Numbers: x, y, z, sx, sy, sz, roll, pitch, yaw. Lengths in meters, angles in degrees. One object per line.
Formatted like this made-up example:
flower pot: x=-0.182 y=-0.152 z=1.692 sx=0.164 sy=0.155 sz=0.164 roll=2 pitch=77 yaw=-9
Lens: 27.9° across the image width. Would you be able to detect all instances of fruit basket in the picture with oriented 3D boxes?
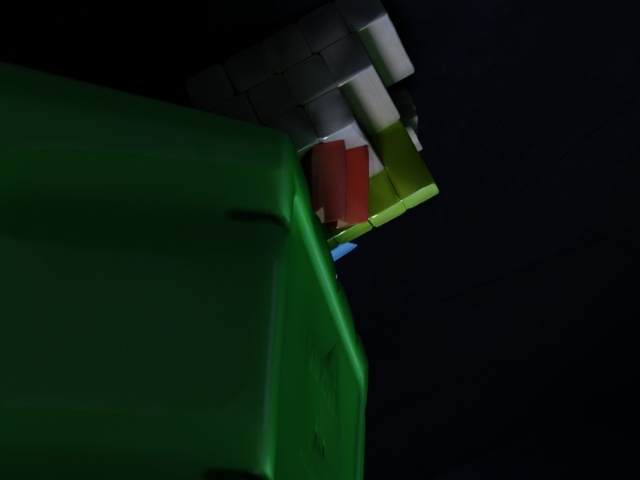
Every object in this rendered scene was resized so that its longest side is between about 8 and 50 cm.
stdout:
fruit basket: x=-0.174 y=0.104 z=0.581 sx=0.392 sy=0.283 sz=0.392 roll=3 pitch=158 yaw=1

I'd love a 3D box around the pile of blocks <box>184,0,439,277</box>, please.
pile of blocks: x=0.000 y=0.000 z=0.768 sx=0.149 sy=0.112 sz=0.362 roll=-20 pitch=162 yaw=-17
